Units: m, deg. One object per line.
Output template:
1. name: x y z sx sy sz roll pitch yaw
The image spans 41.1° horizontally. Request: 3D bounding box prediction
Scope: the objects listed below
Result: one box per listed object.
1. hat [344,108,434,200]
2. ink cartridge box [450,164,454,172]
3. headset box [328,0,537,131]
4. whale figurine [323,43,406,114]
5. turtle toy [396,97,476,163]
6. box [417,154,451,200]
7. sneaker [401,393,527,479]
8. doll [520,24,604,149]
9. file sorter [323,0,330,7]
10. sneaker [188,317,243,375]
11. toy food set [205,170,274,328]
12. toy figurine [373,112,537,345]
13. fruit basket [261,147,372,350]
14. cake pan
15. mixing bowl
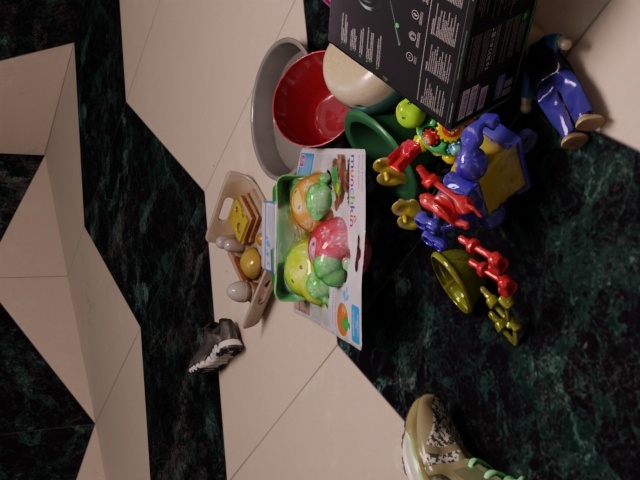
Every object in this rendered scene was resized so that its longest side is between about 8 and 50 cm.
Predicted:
1. hat: 0.167 -0.180 1.360 0.208 0.183 0.173 37 160 52
2. ink cartridge box: 0.221 -0.097 1.286 0.028 0.048 0.083 60 139 42
3. headset box: 0.138 -0.336 1.159 0.283 0.131 0.246 42 148 30
4. whale figurine: 0.116 -0.333 1.413 0.216 0.141 0.272 3 70 45
5. turtle toy: 0.169 -0.167 1.226 0.066 0.130 0.095 -102 33 -81
6. box: 0.175 -0.110 1.395 0.067 0.018 0.083 60 139 41
7. sneaker: 0.256 0.379 1.197 0.182 0.158 0.410 -36 52 18
8. doll: 0.306 -0.212 1.140 0.129 0.046 0.189 119 140 -53
9. file sorter: 0.032 -0.515 1.369 0.202 0.182 0.291 -40 43 16
10. sneaker: -0.262 0.258 2.100 0.234 0.078 0.106 -41 53 48
11. toy food set: -0.181 0.017 1.937 0.306 0.092 0.220 60 139 40
12. toy figurine: 0.246 -0.050 1.174 0.191 0.217 0.362 33 163 40
13. fruit basket: 0.000 0.000 1.509 0.353 0.165 0.327 -153 63 -75
14. cake pan: -0.060 -0.268 1.764 0.293 0.054 0.293 2 92 60
15. mixing bowl: 0.013 -0.245 1.563 0.181 0.098 0.181 -6 76 26
